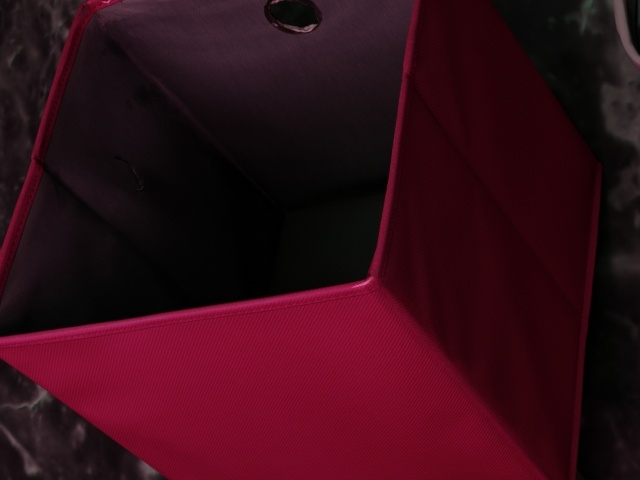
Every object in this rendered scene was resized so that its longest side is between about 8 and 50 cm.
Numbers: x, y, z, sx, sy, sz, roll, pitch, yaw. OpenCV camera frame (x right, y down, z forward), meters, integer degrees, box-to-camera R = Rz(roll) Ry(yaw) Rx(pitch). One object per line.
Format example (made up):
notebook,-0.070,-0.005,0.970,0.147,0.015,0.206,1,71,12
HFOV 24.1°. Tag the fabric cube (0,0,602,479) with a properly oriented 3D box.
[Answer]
fabric cube,0.000,0.000,0.895,0.254,0.258,0.259,-11,53,30

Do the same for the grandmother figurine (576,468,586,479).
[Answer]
grandmother figurine,0.010,0.221,1.018,0.342,0.104,0.208,-40,60,20

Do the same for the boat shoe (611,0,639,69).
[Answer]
boat shoe,0.223,-0.225,0.925,0.095,0.084,0.258,-5,85,31
